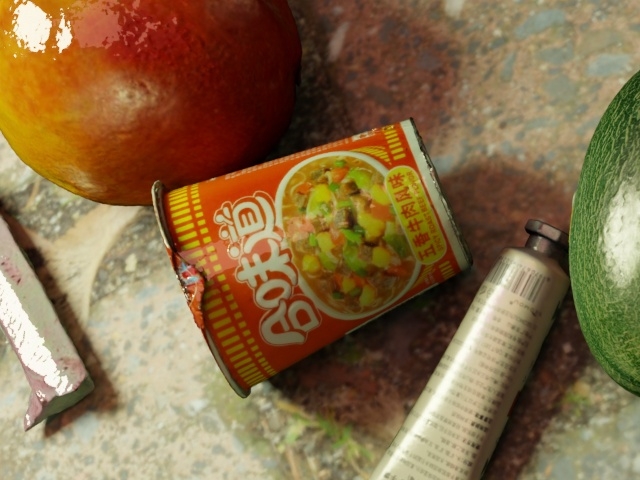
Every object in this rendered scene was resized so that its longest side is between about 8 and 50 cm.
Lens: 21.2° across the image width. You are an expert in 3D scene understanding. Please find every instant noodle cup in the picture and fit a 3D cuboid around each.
[{"bbox_3d":[0.000,0.000,1.355,0.212,0.193,0.193,-22,62,5],"label":"instant noodle cup"}]

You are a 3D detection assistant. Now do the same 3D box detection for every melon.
[{"bbox_3d":[0.273,-0.021,1.238,0.182,0.182,0.287,5,73,25],"label":"melon"}]

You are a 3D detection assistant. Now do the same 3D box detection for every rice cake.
[{"bbox_3d":[-0.288,0.042,1.525,0.081,0.051,0.290,-37,60,5],"label":"rice cake"}]

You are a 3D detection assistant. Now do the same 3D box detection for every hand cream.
[{"bbox_3d":[0.118,0.114,1.325,0.095,0.059,0.276,27,86,28],"label":"hand cream"}]

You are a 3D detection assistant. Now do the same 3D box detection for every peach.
[{"bbox_3d":[-0.151,-0.147,1.441,0.281,0.238,0.281,4,110,11],"label":"peach"}]
